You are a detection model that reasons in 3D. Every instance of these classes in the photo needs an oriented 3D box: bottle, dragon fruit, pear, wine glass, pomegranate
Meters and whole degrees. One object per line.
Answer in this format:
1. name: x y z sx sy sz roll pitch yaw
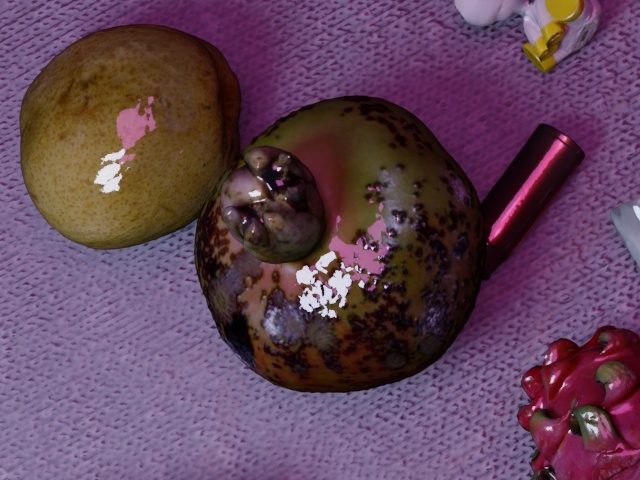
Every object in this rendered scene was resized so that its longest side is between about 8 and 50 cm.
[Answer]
1. bottle: 0.188 -0.035 1.881 0.060 0.060 0.164 36 85 12
2. dragon fruit: 0.296 0.212 1.766 0.218 0.198 0.272 -16 100 -26
3. pear: -0.176 -0.105 1.861 0.211 0.188 0.228 -26 50 20
4. wine glass: 0.340 0.029 1.848 0.073 0.073 0.155 -22 81 2
5. pomegranate: 0.000 0.000 1.746 0.285 0.341 0.285 -5 78 23

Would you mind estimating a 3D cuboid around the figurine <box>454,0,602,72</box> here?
1. figurine: 0.197 -0.252 1.916 0.178 0.109 0.129 27 57 11
